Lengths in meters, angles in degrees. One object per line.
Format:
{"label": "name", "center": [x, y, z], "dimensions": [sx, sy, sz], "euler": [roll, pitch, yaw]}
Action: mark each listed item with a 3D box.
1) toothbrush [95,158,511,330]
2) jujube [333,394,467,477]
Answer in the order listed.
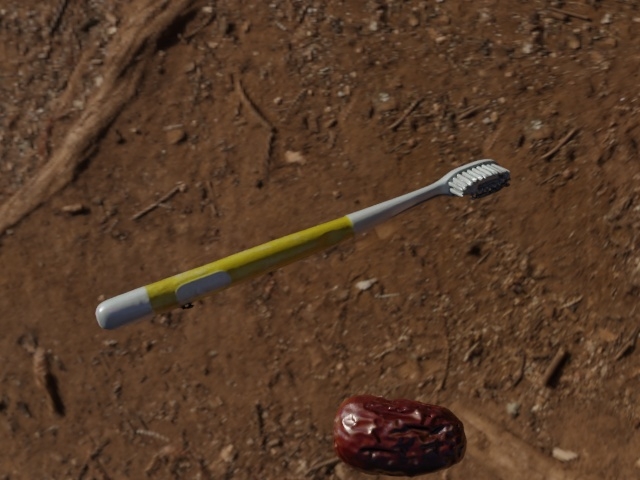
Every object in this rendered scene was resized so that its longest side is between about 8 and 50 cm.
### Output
{"label": "toothbrush", "center": [0.000, 0.000, 0.545], "dimensions": [0.024, 0.288, 0.021], "euler": [35, 141, 58]}
{"label": "jujube", "center": [0.076, 0.190, 0.837], "dimensions": [0.129, 0.077, 0.077], "euler": [4, 105, 4]}
